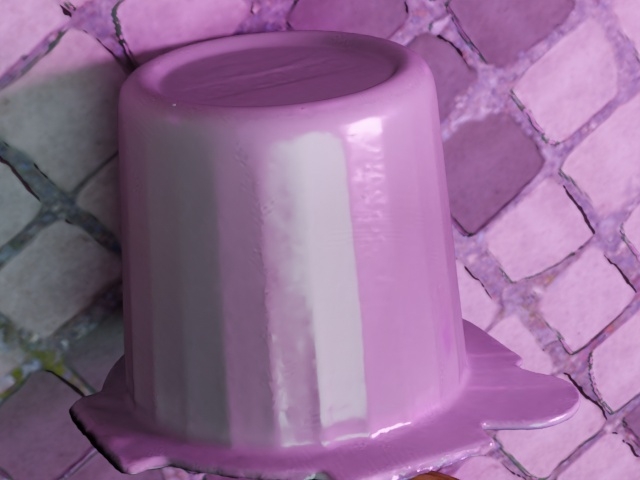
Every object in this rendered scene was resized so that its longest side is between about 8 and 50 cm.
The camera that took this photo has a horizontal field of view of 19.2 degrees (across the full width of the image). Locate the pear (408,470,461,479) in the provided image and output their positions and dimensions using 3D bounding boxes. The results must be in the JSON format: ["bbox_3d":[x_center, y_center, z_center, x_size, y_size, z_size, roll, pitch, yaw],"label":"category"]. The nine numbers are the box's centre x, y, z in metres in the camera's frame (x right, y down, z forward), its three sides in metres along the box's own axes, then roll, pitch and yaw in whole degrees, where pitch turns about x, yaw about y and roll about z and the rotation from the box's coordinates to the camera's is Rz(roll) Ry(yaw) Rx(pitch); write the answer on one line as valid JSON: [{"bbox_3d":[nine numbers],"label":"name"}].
[{"bbox_3d":[0.047,0.296,1.303,0.283,0.283,0.283,-14,126,-20],"label":"pear"}]

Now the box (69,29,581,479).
[{"bbox_3d":[0.000,0.000,1.085,0.262,0.291,0.206,-43,133,-57],"label":"box"}]
